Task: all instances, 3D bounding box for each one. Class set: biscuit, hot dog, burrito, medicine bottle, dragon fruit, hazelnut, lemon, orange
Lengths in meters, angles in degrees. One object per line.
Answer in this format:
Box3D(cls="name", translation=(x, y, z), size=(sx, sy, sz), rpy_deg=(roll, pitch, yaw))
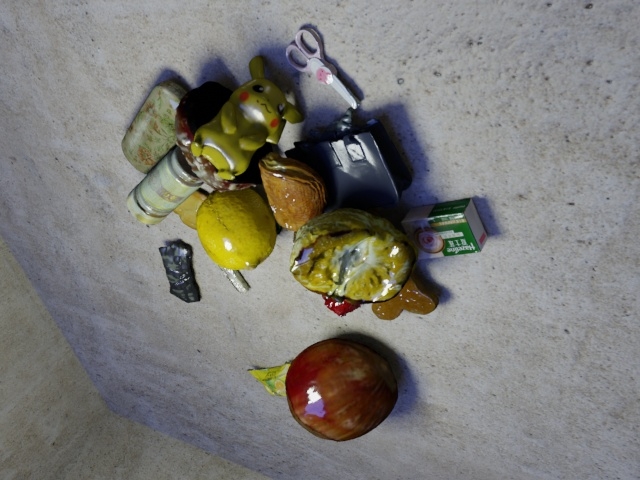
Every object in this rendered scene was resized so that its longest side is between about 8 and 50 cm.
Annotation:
Box3D(cls="biscuit", translation=(-0.454, -0.113, 2.108), size=(0.260, 0.041, 0.203), rpy_deg=(5, 128, 35))
Box3D(cls="biscuit", translation=(0.199, 0.057, 1.780), size=(0.283, 0.064, 0.432), rpy_deg=(-15, 113, 42))
Box3D(cls="hot dog", translation=(-0.083, -0.146, 1.609), size=(0.196, 0.122, 0.272), rpy_deg=(25, 150, 27))
Box3D(cls="burrito", translation=(-0.347, 0.130, 2.245), size=(0.058, 0.045, 0.188), rpy_deg=(-29, 106, 20))
Box3D(cls="medicine bottle", translation=(-0.522, -0.191, 1.978), size=(0.322, 0.151, 0.151), rpy_deg=(-33, 104, 37))
Box3D(cls="dragon fruit", translation=(0.068, 0.197, 1.999), size=(0.131, 0.097, 0.063), rpy_deg=(32, 138, 38))
Box3D(cls="hazelnut", translation=(0.077, 0.538, 2.098), size=(0.421, 0.352, 0.420), rpy_deg=(-1, 114, -3))
Box3D(cls="lemon", translation=(-0.272, -0.035, 1.875), size=(0.310, 0.258, 0.258), rpy_deg=(59, 144, 22))
Box3D(cls="orange", translation=(0.091, 0.026, 1.609), size=(0.369, 0.210, 0.271), rpy_deg=(18, 130, -22))

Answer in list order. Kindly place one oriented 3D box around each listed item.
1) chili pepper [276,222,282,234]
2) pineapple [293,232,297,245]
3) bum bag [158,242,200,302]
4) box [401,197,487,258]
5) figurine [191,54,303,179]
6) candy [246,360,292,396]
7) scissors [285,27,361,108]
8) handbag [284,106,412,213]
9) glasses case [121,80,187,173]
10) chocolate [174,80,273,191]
Box3D(cls="chili pepper", translation=(-0.172, -0.032, 1.986), size=(0.118, 0.035, 0.055), rpy_deg=(-7, 137, 43))
Box3D(cls="pineapple", translation=(0.000, 0.006, 1.833), size=(0.140, 0.249, 0.164), rpy_deg=(-5, 156, 16))
Box3D(cls="bum bag", translation=(-0.585, 0.139, 2.385), size=(0.144, 0.095, 0.340), rpy_deg=(9, 134, 9))
Box3D(cls="box", translation=(0.342, -0.030, 1.594), size=(0.199, 0.081, 0.135), rpy_deg=(-8, 121, 42))
Box3D(cls="figurine", translation=(-0.190, -0.314, 1.552), size=(0.218, 0.326, 0.169), rpy_deg=(44, 175, -21))
Box3D(cls="candy", translation=(-0.176, 0.611, 2.517), size=(0.297, 0.081, 0.187), rpy_deg=(-20, 114, 44))
Box3D(cls="scissors", translation=(0.013, -0.437, 1.502), size=(0.242, 0.030, 0.118), rpy_deg=(45, 139, -4))
Box3D(cls="handbag", translation=(0.070, -0.216, 1.593), size=(0.326, 0.118, 0.269), rpy_deg=(-5, 126, 42))
Box3D(cls="glasses case", translation=(-0.542, -0.365, 1.906), size=(0.156, 0.098, 0.425), rpy_deg=(46, 138, -9))
Box3D(cls="chocolate", translation=(-0.309, -0.289, 1.727), size=(0.210, 0.225, 0.340), rpy_deg=(-10, 120, 50))
